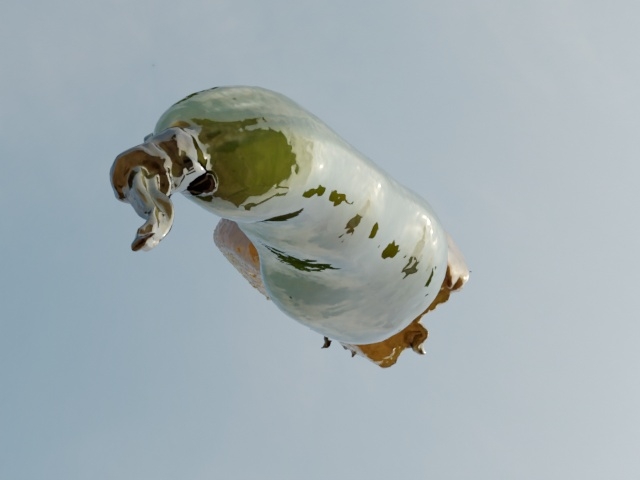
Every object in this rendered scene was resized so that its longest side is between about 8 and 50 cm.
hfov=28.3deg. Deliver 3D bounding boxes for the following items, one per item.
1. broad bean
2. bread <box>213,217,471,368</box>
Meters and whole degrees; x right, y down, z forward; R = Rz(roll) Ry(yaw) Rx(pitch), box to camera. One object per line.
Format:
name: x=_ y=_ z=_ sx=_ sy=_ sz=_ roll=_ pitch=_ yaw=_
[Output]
broad bean: x=-0.003 y=-0.005 z=0.496 sx=0.067 sy=0.325 sz=0.075 roll=32 pitch=-92 yaw=23
bread: x=0.000 y=0.000 z=1.018 sx=0.139 sy=0.229 sz=0.143 roll=38 pitch=-97 yaw=-39
